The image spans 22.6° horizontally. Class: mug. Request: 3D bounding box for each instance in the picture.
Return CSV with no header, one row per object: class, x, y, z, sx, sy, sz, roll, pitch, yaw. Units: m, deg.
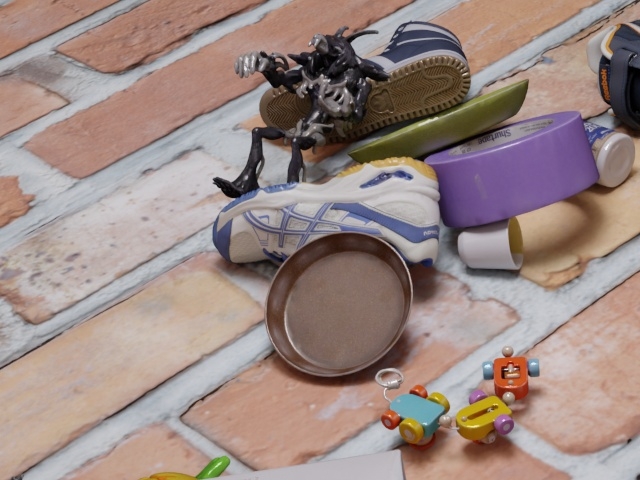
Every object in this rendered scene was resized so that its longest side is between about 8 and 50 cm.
mug,0.193,0.005,1.817,0.064,0.062,0.078,-8,1,22

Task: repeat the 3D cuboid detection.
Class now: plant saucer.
plant saucer,0.022,0.072,1.732,0.168,0.029,0.168,-8,64,16
plant saucer,0.150,-0.137,1.971,0.241,0.037,0.241,-22,4,2

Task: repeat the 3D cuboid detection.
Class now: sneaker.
sneaker,0.000,0.000,1.828,0.296,0.131,0.112,-15,-17,32
sneaker,0.416,-0.186,1.964,0.127,0.126,0.321,-9,22,-3
sneaker,0.062,-0.214,2.143,0.282,0.099,0.153,-10,27,10

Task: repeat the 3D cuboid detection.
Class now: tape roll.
tape roll,0.219,-0.083,1.845,0.189,0.080,0.189,-18,8,3

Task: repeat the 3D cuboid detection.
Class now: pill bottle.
pill bottle,0.313,-0.111,1.933,0.067,0.067,0.120,-34,39,-30

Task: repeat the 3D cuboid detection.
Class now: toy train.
toy train,0.140,0.163,1.602,0.166,0.046,0.125,-6,32,3

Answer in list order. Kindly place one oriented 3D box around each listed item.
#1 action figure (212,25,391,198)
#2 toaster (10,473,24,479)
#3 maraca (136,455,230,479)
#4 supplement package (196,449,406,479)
action figure,-0.020,-0.169,1.980,0.164,0.141,0.276,16,73,29
toaster,-0.305,0.329,1.432,0.185,0.110,0.168,-27,36,-20
maraca,-0.145,0.262,1.492,0.127,0.099,0.186,-37,5,32
supplement package,-0.014,0.305,1.341,0.203,0.149,0.194,-9,34,4
